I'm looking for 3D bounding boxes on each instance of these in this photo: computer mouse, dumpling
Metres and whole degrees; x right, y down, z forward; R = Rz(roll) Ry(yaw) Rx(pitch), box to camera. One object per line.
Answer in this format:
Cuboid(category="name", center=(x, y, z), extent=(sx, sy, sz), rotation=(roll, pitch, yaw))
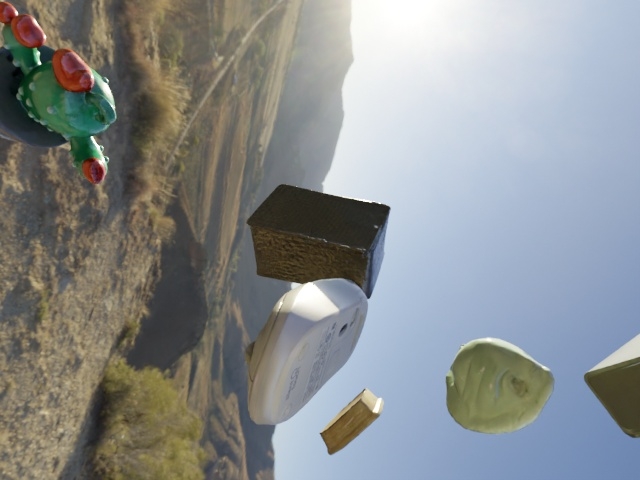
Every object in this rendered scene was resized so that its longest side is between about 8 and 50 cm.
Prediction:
Cuboid(category="computer mouse", center=(-0.029, 0.147, 0.642), extent=(0.297, 0.121, 0.184), rotation=(-20, 132, -56))
Cuboid(category="dumpling", center=(0.296, 0.240, 0.684), extent=(0.219, 0.108, 0.152), rotation=(167, -71, -74))

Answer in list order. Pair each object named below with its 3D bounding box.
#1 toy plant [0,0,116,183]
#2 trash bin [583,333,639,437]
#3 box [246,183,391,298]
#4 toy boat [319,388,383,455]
Cuboid(category="toy plant", center=(-0.502, -0.252, 0.754), extent=(0.185, 0.401, 0.278), rotation=(-23, 118, -56))
Cuboid(category="trash bin", center=(0.624, 0.218, 0.720), extent=(0.122, 0.241, 0.164), rotation=(59, -29, 21))
Cuboid(category="box", center=(0.000, -0.002, 0.903), extent=(0.184, 0.274, 0.143), rotation=(-60, 157, -49))
Cuboid(category="toy boat", center=(0.070, 0.458, 1.032), extent=(0.188, 0.061, 0.116), rotation=(-46, 168, 10))
